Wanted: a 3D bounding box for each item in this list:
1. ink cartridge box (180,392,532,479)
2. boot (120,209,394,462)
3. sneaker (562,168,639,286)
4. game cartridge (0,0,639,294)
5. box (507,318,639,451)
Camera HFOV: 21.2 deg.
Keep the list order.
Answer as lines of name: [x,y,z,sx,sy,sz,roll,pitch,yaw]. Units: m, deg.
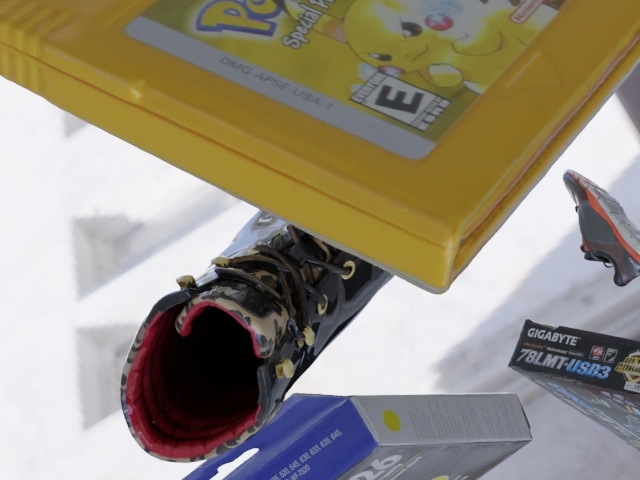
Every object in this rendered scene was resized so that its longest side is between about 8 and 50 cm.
ink cartridge box: [0.008,0.247,1.708,0.307,0.303,0.072,2,-123,-43]
boot: [0.000,0.000,1.332,0.138,0.377,0.284,43,-140,1]
sneaker: [0.292,-0.013,1.818,0.061,0.065,0.158,23,-155,-43]
game cartridge: [0.000,-0.129,0.973,0.323,0.285,0.053,27,136,18]
box: [0.412,0.194,1.951,0.295,0.073,0.293,34,166,-39]
